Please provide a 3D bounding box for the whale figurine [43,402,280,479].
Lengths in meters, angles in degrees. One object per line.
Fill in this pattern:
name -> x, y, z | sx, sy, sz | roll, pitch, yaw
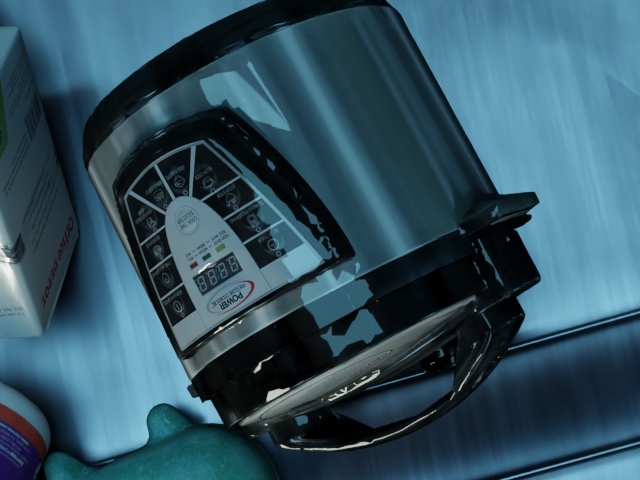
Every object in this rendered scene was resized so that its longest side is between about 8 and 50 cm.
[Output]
whale figurine -> -0.180, 0.285, 1.467 | 0.272, 0.141, 0.216 | 2, 86, 8

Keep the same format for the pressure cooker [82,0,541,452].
pressure cooker -> 0.005, -0.002, 1.357 | 0.376, 0.370, 0.420 | -26, 83, -12

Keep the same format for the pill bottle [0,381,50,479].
pill bottle -> -0.416, 0.304, 1.414 | 0.182, 0.181, 0.323 | 11, 55, 8

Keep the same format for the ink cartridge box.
ink cartridge box -> -0.356, -0.057, 1.429 | 0.115, 0.198, 0.272 | -3, 128, 7
